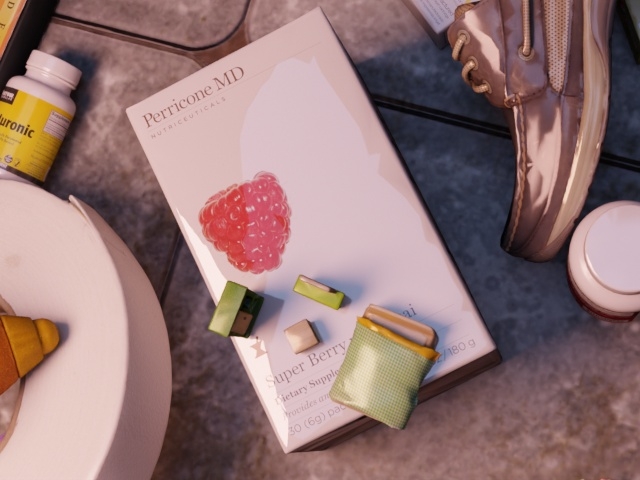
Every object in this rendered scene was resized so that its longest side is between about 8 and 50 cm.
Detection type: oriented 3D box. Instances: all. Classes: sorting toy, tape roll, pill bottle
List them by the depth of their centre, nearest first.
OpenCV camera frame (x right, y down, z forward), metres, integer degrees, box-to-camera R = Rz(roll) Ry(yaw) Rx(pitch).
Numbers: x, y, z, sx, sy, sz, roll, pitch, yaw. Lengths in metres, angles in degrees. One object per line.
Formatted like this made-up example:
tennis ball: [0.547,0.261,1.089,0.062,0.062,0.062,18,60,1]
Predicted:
pill bottle: [0.235,0.016,1.056,0.086,0.152,0.086,-1,81,8]
sorting toy: [-0.303,0.001,1.076,0.126,0.127,0.366,-18,51,-16]
tape roll: [-0.301,0.134,1.093,0.392,0.072,0.392,-11,61,21]
pill bottle: [-0.253,-0.104,1.194,0.065,0.065,0.116,22,85,11]

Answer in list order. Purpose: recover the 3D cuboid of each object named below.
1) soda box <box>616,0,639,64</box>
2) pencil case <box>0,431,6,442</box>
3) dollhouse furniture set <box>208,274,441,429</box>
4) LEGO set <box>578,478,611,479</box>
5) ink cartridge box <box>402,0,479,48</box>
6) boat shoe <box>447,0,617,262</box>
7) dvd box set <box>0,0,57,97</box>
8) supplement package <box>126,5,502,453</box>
soda box: [0.339,-0.207,1.121,0.181,0.058,0.061,-18,79,6]
pencil case: [-0.215,0.247,1.124,0.088,0.086,0.206,-41,77,-17]
dollhouse furniture set: [0.004,0.070,0.952,0.151,0.058,0.076,22,88,11]
LEGO set: [0.149,0.245,1.083,0.287,0.107,0.132,-35,113,-2]
ink cartridge box: [0.125,-0.237,1.162,0.122,0.052,0.088,-36,79,1]
boat shoe: [0.167,-0.163,1.088,0.130,0.132,0.356,8,92,5]
dvd box set: [-0.422,-0.316,1.254,0.420,0.062,0.308,21,85,11]
supplement package: [0.000,0.000,1.083,0.177,0.175,0.293,-28,78,5]
